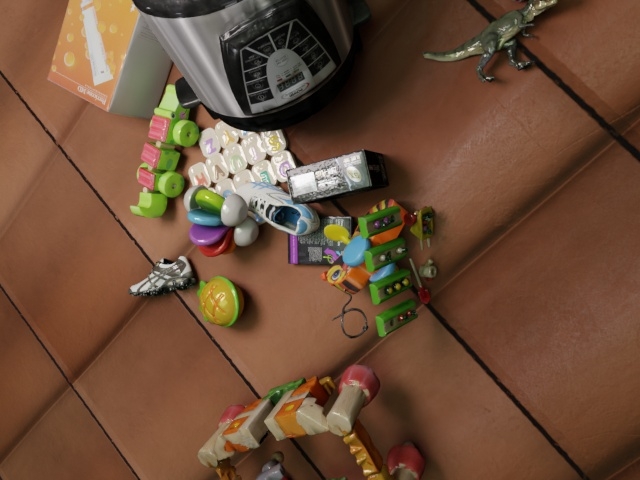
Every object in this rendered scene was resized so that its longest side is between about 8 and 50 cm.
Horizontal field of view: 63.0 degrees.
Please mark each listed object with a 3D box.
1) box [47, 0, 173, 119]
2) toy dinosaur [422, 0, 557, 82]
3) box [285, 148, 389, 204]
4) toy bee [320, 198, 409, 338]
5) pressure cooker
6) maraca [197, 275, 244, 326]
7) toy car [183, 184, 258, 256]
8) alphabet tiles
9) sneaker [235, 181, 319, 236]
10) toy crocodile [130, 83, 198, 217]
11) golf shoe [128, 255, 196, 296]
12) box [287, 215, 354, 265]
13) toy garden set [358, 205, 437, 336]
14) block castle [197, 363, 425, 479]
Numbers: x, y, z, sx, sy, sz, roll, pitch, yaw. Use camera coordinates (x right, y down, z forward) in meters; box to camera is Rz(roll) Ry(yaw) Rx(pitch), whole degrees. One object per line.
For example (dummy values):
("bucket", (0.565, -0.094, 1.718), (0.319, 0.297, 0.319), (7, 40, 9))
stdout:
("box", (-0.490, -0.507, 1.290), (0.215, 0.168, 0.345), (28, 105, 17))
("toy dinosaur", (0.347, -0.382, 1.033), (0.268, 0.064, 0.118), (-22, 87, 29))
("box", (0.039, -0.134, 1.130), (0.180, 0.147, 0.077), (-12, 91, 21))
("toy bee", (0.067, 0.044, 1.121), (0.162, 0.298, 0.195), (-6, 123, 56))
("pressure cooker", (-0.119, -0.429, 1.032), (0.370, 0.420, 0.375), (16, 68, 25))
("maraca", (-0.258, 0.153, 1.309), (0.186, 0.099, 0.127), (-6, 88, 48))
("toy car", (-0.246, -0.035, 1.215), (0.159, 0.182, 0.136), (17, 61, 25))
("alphabet tiles", (-0.195, -0.169, 1.288), (0.284, 0.021, 0.278), (-22, 88, 22))
("sneaker", (-0.111, -0.078, 1.202), (0.237, 0.086, 0.085), (25, 106, 27))
("toy crocodile", (-0.397, -0.220, 1.307), (0.115, 0.105, 0.340), (25, 104, 28))
("golf shoe", (-0.422, 0.097, 1.384), (0.198, 0.077, 0.094), (-14, 79, 16))
("box", (0.000, 0.000, 1.224), (0.162, 0.029, 0.116), (2, 96, 23))
("toy garden set", (0.182, 0.048, 1.075), (0.049, 0.204, 0.244), (0, 105, 48))
("block castle", (-0.026, 0.477, 1.192), (0.453, 0.213, 0.303), (-26, 98, 28))
